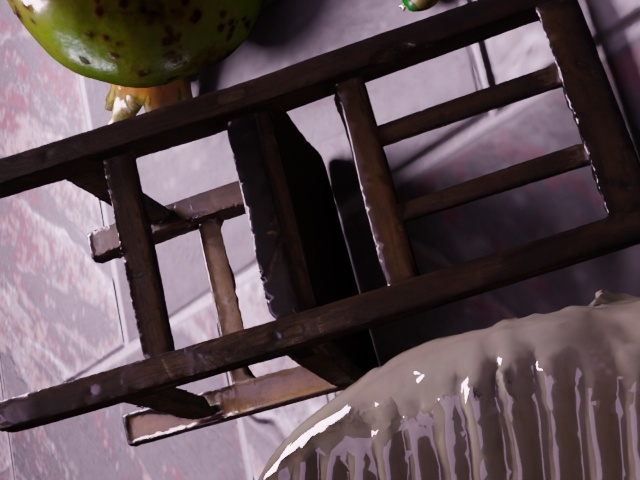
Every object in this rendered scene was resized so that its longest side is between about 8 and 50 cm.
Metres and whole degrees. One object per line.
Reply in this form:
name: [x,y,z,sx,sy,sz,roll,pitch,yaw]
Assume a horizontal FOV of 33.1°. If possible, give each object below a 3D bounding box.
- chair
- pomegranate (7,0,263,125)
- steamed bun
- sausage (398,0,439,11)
chair: [0.000,0.000,0.765,0.240,0.416,0.203,49,-154,-71]
pomegranate: [-0.180,-0.214,0.951,0.286,0.231,0.231,-55,49,40]
steamed bun: [0.151,0.172,0.514,0.324,0.219,0.309,-34,77,24]
sausage: [0.124,-0.225,0.675,0.269,0.033,0.033,-42,58,49]
